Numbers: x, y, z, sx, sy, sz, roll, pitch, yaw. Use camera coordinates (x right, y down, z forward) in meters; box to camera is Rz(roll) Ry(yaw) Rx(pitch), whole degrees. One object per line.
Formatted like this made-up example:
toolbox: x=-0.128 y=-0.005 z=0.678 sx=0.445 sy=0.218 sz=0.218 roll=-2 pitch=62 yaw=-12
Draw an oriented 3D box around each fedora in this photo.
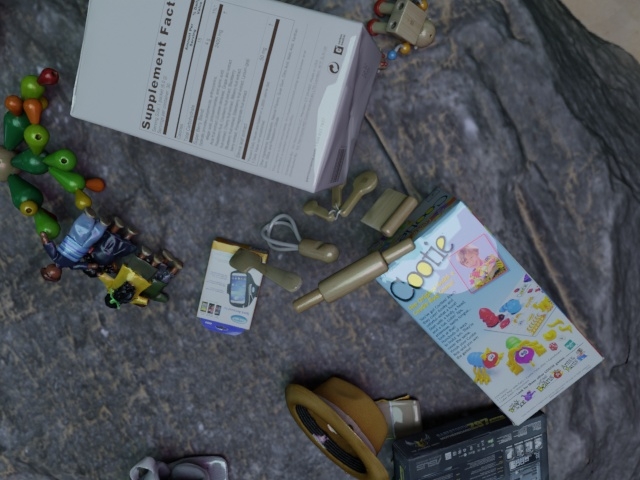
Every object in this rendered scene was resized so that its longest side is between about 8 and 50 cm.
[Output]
fedora: x=0.036 y=0.265 z=0.777 sx=0.079 sy=0.194 sz=0.194 roll=-42 pitch=101 yaw=-29

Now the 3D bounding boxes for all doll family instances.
doll family: x=-0.292 y=0.037 z=0.738 sx=0.193 sy=0.076 sz=0.111 roll=40 pitch=99 yaw=-19

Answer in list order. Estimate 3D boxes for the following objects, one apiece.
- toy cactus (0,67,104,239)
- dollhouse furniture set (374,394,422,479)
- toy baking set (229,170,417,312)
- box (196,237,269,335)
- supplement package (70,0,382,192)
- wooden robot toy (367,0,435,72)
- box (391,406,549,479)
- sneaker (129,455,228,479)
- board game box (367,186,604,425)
toy cactus: x=-0.397 y=-0.112 z=0.723 sx=0.181 sy=0.112 sz=0.218 roll=-2 pitch=105 yaw=21
dollhouse furniture set: x=0.126 y=0.317 z=0.832 sx=0.076 sy=0.058 sz=0.151 roll=-8 pitch=83 yaw=10
toy baking set: x=0.003 y=0.003 z=0.693 sx=0.256 sy=0.196 sz=0.030 roll=-33 pitch=131 yaw=5
box: x=-0.130 y=0.071 z=0.782 sx=0.081 sy=0.028 sz=0.136 roll=15 pitch=104 yaw=-2
supplement package: x=-0.100 y=-0.184 z=0.623 sx=0.293 sy=0.177 sz=0.175 roll=19 pitch=103 yaw=10
wooden robot toy: x=0.118 y=-0.287 z=0.692 sx=0.079 sy=0.076 sz=0.173 roll=13 pitch=105 yaw=-38
box: x=0.227 y=0.356 z=0.786 sx=0.233 sy=0.059 sz=0.183 roll=-12 pitch=102 yaw=-16
sneaker: x=-0.160 y=0.473 z=0.811 sx=0.366 sy=0.137 sz=0.210 roll=25 pitch=104 yaw=-1
board game box: x=0.210 y=0.081 z=0.718 sx=0.144 sy=0.142 sz=0.275 roll=-42 pitch=99 yaw=10
